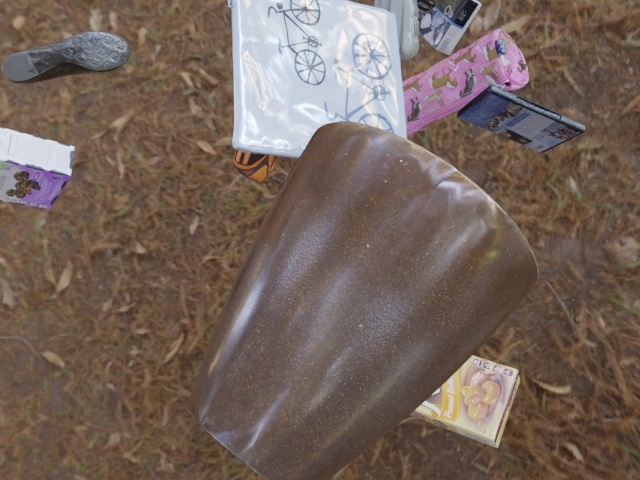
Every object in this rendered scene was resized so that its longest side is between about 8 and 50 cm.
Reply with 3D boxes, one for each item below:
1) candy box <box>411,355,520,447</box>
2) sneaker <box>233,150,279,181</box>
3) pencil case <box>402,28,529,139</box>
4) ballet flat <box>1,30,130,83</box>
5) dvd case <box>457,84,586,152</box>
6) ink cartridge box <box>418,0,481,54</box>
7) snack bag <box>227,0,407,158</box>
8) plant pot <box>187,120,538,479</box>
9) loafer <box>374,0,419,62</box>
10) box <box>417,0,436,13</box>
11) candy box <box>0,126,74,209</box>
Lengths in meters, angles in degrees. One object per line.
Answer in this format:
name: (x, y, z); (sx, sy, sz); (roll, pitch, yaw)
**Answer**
candy box: (0.317, 0.371, 1.480); (0.316, 0.087, 0.183); (14, 65, 30)
sneaker: (-0.122, -0.273, 1.604); (0.124, 0.321, 0.180); (48, 137, 15)
pencil case: (0.341, -0.402, 1.554); (0.386, 0.167, 0.160); (-20, 96, 39)
ballet flat: (-0.517, -0.369, 1.200); (0.250, 0.058, 0.084); (-22, 103, -21)
dvd case: (0.482, -0.290, 1.423); (0.253, 0.180, 0.022); (21, 79, -8)
ink cartridge box: (0.336, -0.710, 1.762); (0.165, 0.065, 0.332); (-59, 38, 30)
snack bag: (0.000, -0.270, 0.993); (0.037, 0.342, 0.323); (-21, 70, 59)
plant pot: (0.011, 0.066, 0.456); (0.215, 0.215, 0.230); (32, 75, 23)
loafer: (0.133, -0.508, 1.136); (0.111, 0.112, 0.319); (3, 100, 17)
box: (0.203, -0.665, 1.394); (0.051, 0.175, 0.220); (-15, 96, 28)
candy box: (-0.587, -0.137, 1.098); (0.165, 0.196, 0.070); (-32, 55, 47)
